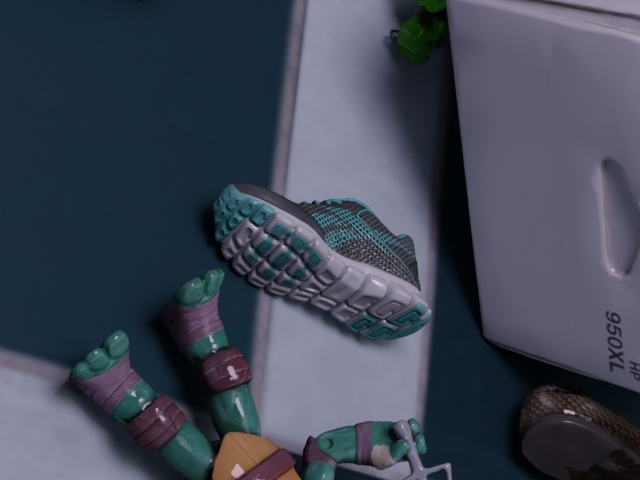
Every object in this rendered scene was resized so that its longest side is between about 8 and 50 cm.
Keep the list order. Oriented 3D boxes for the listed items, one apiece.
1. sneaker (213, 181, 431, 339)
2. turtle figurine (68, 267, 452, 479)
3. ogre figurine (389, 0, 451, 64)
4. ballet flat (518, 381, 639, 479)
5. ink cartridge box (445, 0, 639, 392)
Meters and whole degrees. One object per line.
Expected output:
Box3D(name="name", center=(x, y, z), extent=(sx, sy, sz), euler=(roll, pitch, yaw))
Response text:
Box3D(name="sneaker", center=(0.000, 0.000, 1.234), extent=(0.166, 0.065, 0.076), euler=(32, 43, -30))
Box3D(name="turtle figurine", center=(-0.034, 0.139, 1.121), extent=(0.234, 0.118, 0.175), euler=(51, 36, 4))
Box3D(name="ogre figurine", center=(0.127, -0.210, 1.338), extent=(0.118, 0.096, 0.197), euler=(1, 103, -61))
Box3D(name="ballet flat", center=(0.235, 0.168, 1.356), extent=(0.250, 0.084, 0.058), euler=(32, 35, -23))
Box3D(name="ink cartridge box", center=(0.268, -0.122, 1.331), extent=(0.395, 0.166, 0.286), euler=(-40, 132, -39))
